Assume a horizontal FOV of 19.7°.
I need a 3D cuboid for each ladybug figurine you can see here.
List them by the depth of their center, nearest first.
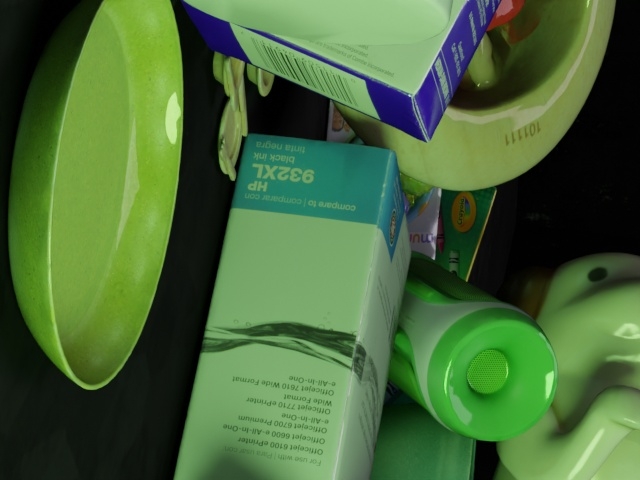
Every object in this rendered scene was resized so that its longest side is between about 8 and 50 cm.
[{"bbox_3d":[0.094,-0.261,1.540,0.162,0.305,0.449,34,-40,54],"label":"ladybug figurine"}]

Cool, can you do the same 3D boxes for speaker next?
[{"bbox_3d":[0.109,0.090,1.702,0.296,0.131,0.131,-147,-119,-69],"label":"speaker"}]

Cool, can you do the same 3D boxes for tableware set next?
[{"bbox_3d":[-0.057,-0.140,1.420,0.141,0.020,0.168,84,16,-52],"label":"tableware set"}]

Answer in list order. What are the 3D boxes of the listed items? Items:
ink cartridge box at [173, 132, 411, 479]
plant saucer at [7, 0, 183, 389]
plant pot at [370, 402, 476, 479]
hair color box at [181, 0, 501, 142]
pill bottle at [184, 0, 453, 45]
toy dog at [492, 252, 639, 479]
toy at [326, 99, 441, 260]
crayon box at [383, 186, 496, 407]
[{"bbox_3d":[-0.016,0.100,1.504,0.223,0.129,0.307,77,22,-67],"label":"ink cartridge box"},{"bbox_3d":[-0.129,-0.036,1.052,0.241,0.037,0.240,8,90,-80],"label":"plant saucer"},{"bbox_3d":[0.040,0.289,1.743,0.293,0.196,0.293,4,90,-84],"label":"plant pot"},{"bbox_3d":[0.065,-0.261,1.295,0.338,0.185,0.110,-62,165,-9],"label":"hair color box"},{"bbox_3d":[0.024,-0.339,1.141,0.229,0.229,0.407,50,48,-76],"label":"pill bottle"},{"bbox_3d":[0.283,0.215,1.771,0.395,0.285,0.407,135,-38,-79],"label":"toy dog"},{"bbox_3d":[0.073,-0.080,1.848,0.056,0.137,0.237,-155,-113,-65],"label":"toy"},{"bbox_3d":[0.100,0.065,2.011,0.165,0.081,0.278,150,-41,-83],"label":"crayon box"}]
